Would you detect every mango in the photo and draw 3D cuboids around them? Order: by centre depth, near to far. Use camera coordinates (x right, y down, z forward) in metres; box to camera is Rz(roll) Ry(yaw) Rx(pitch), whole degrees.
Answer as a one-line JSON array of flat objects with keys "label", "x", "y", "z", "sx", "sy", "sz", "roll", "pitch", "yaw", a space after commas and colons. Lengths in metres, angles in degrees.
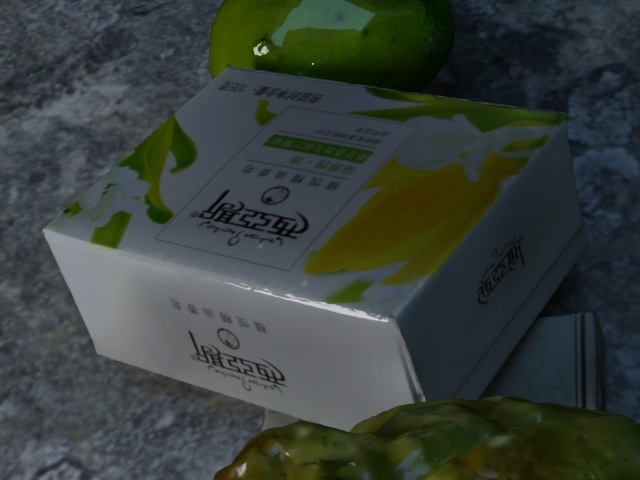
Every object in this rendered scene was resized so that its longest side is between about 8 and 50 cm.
[{"label": "mango", "x": 0.006, "y": -0.136, "z": 0.981, "sx": 0.178, "sy": 0.119, "sz": 0.100, "roll": -7, "pitch": 23, "yaw": 16}]

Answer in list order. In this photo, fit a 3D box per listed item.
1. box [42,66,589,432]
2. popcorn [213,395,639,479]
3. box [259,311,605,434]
[{"label": "box", "x": 0.000, "y": 0.000, "z": 0.838, "sx": 0.260, "sy": 0.111, "sz": 0.194, "roll": 14, "pitch": 45, "yaw": 33}, {"label": "popcorn", "x": 0.075, "y": 0.199, "z": 0.561, "sx": 0.247, "sy": 0.282, "sz": 0.282, "roll": -3, "pitch": 32, "yaw": -42}, {"label": "box", "x": 0.064, "y": 0.097, "z": 0.814, "sx": 0.198, "sy": 0.029, "sz": 0.109, "roll": -5, "pitch": 48, "yaw": 15}]
